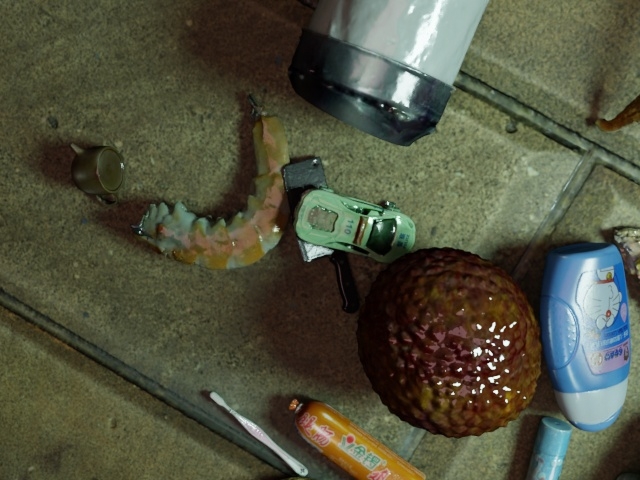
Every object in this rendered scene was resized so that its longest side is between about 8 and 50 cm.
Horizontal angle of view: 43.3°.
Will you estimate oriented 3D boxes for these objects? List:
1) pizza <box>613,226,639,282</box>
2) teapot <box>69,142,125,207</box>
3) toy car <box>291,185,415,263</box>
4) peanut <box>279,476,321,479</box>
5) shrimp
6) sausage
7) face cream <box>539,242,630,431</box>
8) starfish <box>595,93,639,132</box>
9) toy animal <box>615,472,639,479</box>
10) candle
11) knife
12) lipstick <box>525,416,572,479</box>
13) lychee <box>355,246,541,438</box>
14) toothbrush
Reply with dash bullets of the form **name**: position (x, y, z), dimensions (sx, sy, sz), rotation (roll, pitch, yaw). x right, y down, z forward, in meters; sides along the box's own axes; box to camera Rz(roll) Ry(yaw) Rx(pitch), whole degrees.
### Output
- **pizza**: position (0.489, 0.043, 1.116), dimensions (0.195, 0.052, 0.185), rotation (36, 122, 15)
- **teapot**: position (-0.349, -0.101, 1.253), dimensions (0.068, 0.076, 0.121), rotation (-3, 129, 21)
- **toy car**: position (0.053, -0.022, 1.180), dimensions (0.186, 0.058, 0.093), rotation (16, 98, -10)
- **peanut**: position (-0.065, 0.429, 1.276), dimensions (0.194, 0.083, 0.093), rotation (-17, 82, 14)
- **shrimp**: position (-0.134, -0.057, 1.220), dimensions (0.185, 0.068, 0.287), rotation (42, 102, -1)
- **sausage**: position (0.048, 0.321, 1.245), dimensions (0.234, 0.071, 0.071), rotation (35, 103, 3)
- **face cream**: position (0.373, 0.140, 1.133), dimensions (0.149, 0.083, 0.264), rotation (-11, 99, -26)
- **starfish**: position (0.542, -0.246, 0.984), dimensions (0.398, 0.132, 0.384), rotation (41, 115, 31)
- **toy animal**: position (0.501, 0.351, 1.124), dimensions (0.121, 0.168, 0.233), rotation (25, 89, 5)
- **candle**: position (0.109, -0.313, 1.056), dimensions (0.221, 0.221, 0.342), rotation (25, 102, 6)
- **knife**: position (0.000, 0.000, 1.215), dimensions (0.072, 0.019, 0.245), rotation (-18, 96, -17)
- **lipstick**: position (0.334, 0.346, 1.208), dimensions (0.048, 0.048, 0.158), rotation (13, 101, 8)
- **lychee**: position (0.173, 0.140, 1.110), dimensions (0.261, 0.260, 0.260), rotation (2, 99, 10)
- **toothbrush**: position (-0.100, 0.311, 1.296), dimensions (0.204, 0.022, 0.017), rotation (40, 88, 2)
